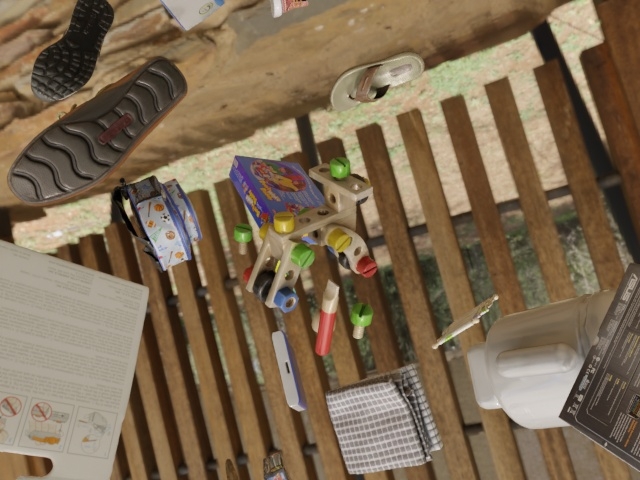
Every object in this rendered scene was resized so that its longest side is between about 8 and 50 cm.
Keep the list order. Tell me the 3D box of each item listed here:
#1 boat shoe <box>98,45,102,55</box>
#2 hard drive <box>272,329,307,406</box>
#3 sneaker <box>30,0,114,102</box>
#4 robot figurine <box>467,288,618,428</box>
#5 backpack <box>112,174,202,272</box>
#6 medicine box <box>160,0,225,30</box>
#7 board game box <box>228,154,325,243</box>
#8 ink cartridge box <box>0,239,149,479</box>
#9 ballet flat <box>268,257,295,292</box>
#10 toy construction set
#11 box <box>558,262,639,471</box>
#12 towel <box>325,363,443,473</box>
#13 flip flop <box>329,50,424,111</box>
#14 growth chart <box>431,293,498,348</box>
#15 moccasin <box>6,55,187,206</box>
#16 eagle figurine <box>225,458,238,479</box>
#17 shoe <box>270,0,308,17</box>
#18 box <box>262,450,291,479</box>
[{"bbox_3d":[-0.648,-0.536,1.517,0.049,0.133,0.042,4,147,15],"label":"boat shoe"},{"bbox_3d":[-0.090,0.407,1.642,0.040,0.210,0.318,-15,160,-3],"label":"hard drive"},{"bbox_3d":[-0.568,-0.421,1.239,0.107,0.283,0.124,31,157,-24],"label":"sneaker"},{"bbox_3d":[0.421,0.198,0.886,0.300,0.199,0.353,6,156,-40],"label":"robot figurine"},{"bbox_3d":[-0.489,-0.046,1.681,0.213,0.263,0.276,-22,142,-8],"label":"backpack"},{"bbox_3d":[-0.406,-0.740,1.387,0.149,0.289,0.263,-34,-178,3],"label":"medicine box"},{"bbox_3d":[-0.109,-0.126,1.630,0.233,0.347,0.078,2,127,-34],"label":"board game box"},{"bbox_3d":[-0.467,0.210,0.869,0.308,0.385,0.091,25,140,-33],"label":"ink cartridge box"},{"bbox_3d":[-0.139,0.069,1.644,0.077,0.231,0.077,-15,174,-3],"label":"ballet flat"},{"bbox_3d":[0.000,0.000,0.906,0.258,0.237,0.309,-2,-145,-15],"label":"toy construction set"},{"bbox_3d":[0.409,0.156,0.631,0.056,0.231,0.183,22,-178,-22],"label":"box"},{"bbox_3d":[0.153,0.476,1.408,0.121,0.235,0.284,-3,160,-47],"label":"towel"},{"bbox_3d":[0.151,-0.428,1.471,0.277,0.080,0.112,-16,137,20],"label":"flip flop"},{"bbox_3d":[0.409,0.216,1.487,0.172,0.021,0.237,-40,170,30],"label":"growth chart"},{"bbox_3d":[-0.425,-0.211,1.024,0.380,0.139,0.147,-54,-153,-18],"label":"moccasin"},{"bbox_3d":[-0.190,0.544,0.874,0.298,0.225,0.226,-53,-175,36],"label":"eagle figurine"},{"bbox_3d":[-0.063,-0.502,1.095,0.081,0.063,0.178,-5,-145,-4],"label":"shoe"},{"bbox_3d":[-0.054,0.558,1.078,0.044,0.233,0.159,-21,173,-10],"label":"box"}]
